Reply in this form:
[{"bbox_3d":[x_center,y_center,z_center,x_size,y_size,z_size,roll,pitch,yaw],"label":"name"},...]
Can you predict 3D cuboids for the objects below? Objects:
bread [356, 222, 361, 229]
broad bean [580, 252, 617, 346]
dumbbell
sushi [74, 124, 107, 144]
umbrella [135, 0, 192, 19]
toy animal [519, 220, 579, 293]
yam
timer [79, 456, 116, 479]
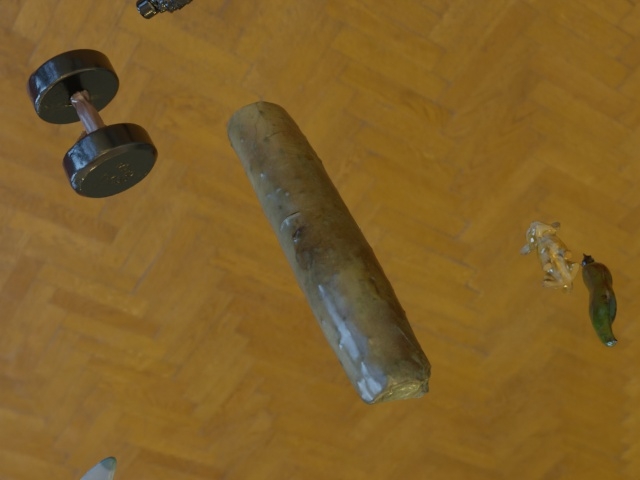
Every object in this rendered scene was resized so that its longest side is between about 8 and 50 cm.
[{"bbox_3d":[0.022,-0.006,1.993,0.082,0.106,0.125,20,99,-29],"label":"bread"},{"bbox_3d":[0.655,0.125,2.173,0.061,0.339,0.077,24,124,-7],"label":"broad bean"},{"bbox_3d":[-0.385,-0.197,1.563,0.153,0.218,0.152,-27,162,-9],"label":"dumbbell"},{"bbox_3d":[-0.475,-0.198,1.919,0.062,0.060,0.118,27,120,-16],"label":"sushi"},{"bbox_3d":[-0.204,-0.428,1.542,0.224,0.080,0.071,-25,107,14],"label":"umbrella"},{"bbox_3d":[0.275,0.016,1.112,0.060,0.083,0.081,-34,120,11],"label":"toy animal"},{"bbox_3d":[0.000,0.000,0.760,0.071,0.317,0.067,-9,141,-27],"label":"yam"},{"bbox_3d":[-0.318,0.416,1.204,0.255,0.175,0.175,-47,129,-18],"label":"timer"}]
